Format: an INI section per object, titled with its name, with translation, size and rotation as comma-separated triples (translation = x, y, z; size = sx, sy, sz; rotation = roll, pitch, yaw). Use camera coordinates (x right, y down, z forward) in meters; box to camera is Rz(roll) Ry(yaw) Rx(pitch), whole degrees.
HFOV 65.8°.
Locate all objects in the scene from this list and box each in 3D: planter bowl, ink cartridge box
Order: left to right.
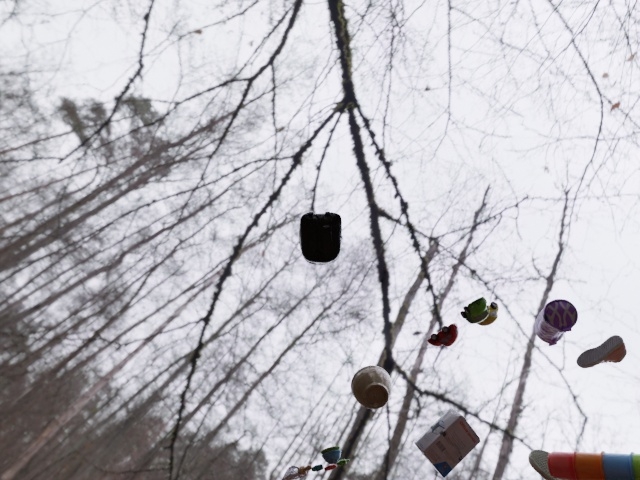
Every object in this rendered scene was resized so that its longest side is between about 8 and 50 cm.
[planter bowl]
translation = 0.203, 0.574, 1.887
size = 0.161, 0.109, 0.162
rotation = -1, -82, -5
[ink cartridge box]
translation = 0.458, 0.726, 1.783
size = 0.140, 0.190, 0.082
rotation = 53, -12, -13

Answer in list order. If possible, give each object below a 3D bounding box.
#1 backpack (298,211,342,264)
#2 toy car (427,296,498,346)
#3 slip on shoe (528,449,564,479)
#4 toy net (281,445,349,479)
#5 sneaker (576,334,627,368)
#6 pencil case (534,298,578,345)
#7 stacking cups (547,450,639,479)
[backpack]
translation = 0.000, 0.000, 1.865
size = 0.165, 0.189, 0.144
rotation = -1, -16, -4
[toy car]
translation = 0.417, 0.220, 1.368
size = 0.053, 0.238, 0.225
rotation = 60, -9, 25
[slip on shoe]
translation = 0.912, 0.910, 1.834
size = 0.331, 0.123, 0.101
rotation = 35, -49, 9
[toy net]
translation = -0.025, 0.758, 1.668
size = 0.232, 0.045, 0.122
rotation = -24, -35, 10
[sneaker]
translation = 0.771, 0.319, 1.346
size = 0.134, 0.051, 0.070
rotation = -37, -64, 10
[pencil case]
translation = 0.631, 0.221, 1.327
size = 0.086, 0.206, 0.088
rotation = -20, -114, 8
[stacking cups]
translation = 0.708, 0.534, 1.166
size = 0.316, 0.096, 0.096
rotation = -12, -67, 41
